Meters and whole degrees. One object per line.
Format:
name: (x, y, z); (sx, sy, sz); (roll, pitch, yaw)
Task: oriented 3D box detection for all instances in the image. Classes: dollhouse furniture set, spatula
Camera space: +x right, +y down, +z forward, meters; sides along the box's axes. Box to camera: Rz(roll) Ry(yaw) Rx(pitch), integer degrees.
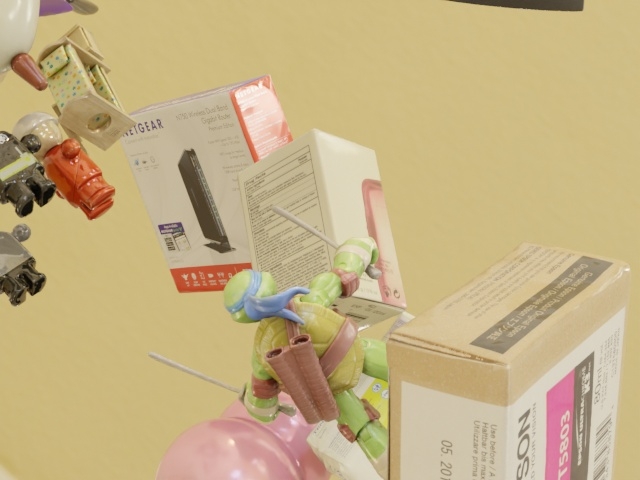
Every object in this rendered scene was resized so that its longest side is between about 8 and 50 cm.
dollhouse furniture set: (-0.352, -0.180, 1.791); (0.161, 0.182, 0.101); (-39, -35, 13)
spatula: (-0.367, -0.333, 1.984); (0.084, 0.030, 0.296); (-5, 8, 10)

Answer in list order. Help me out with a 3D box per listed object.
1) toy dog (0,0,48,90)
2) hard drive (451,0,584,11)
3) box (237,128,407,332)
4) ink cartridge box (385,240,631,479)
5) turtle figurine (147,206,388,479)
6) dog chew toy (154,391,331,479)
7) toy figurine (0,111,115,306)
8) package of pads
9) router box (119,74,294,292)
toy dog: (-0.319, -0.299, 1.589); (0.333, 0.161, 0.220); (-62, -9, 10)
hard drive: (0.169, -0.340, 1.544); (0.054, 0.255, 0.172); (97, -179, -60)
box: (0.000, 0.000, 1.796); (0.149, 0.232, 0.127); (-27, -29, 36)
ink cartridge box: (0.126, 0.142, 0.936); (0.193, 0.088, 0.234); (-31, -53, -51)
turtle figurine: (0.012, 0.104, 1.400); (0.198, 0.266, 0.275); (-55, 12, -21)
dog chew toy: (-0.076, 0.302, 1.932); (0.332, 0.206, 0.206); (-38, -8, -45)
toy figurine: (-0.355, -0.041, 1.520); (0.209, 0.148, 0.213); (-49, -15, 15)
package of pads: (0.138, 0.262, 1.882); (0.229, 0.296, 0.101); (-53, 40, -7)
router box: (-0.150, -0.076, 2.126); (0.082, 0.301, 0.335); (-28, 13, -35)
